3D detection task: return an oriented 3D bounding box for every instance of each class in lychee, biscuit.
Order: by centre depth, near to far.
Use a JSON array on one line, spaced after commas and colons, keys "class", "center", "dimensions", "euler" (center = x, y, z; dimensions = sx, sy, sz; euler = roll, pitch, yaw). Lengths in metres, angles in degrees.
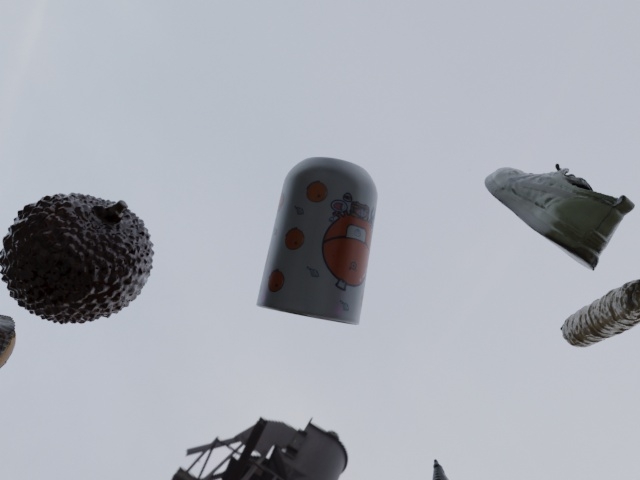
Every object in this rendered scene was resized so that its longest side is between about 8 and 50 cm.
[{"class": "biscuit", "center": [0.396, 0.108, 0.727], "dimensions": [0.061, 0.219, 0.055], "euler": [-30, -111, -11]}, {"class": "lychee", "center": [-0.481, 0.032, 1.048], "dimensions": [0.275, 0.276, 0.304], "euler": [42, -76, 7]}]

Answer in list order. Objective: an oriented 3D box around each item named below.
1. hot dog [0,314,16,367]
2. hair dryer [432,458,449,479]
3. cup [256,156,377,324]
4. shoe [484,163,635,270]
[{"class": "hot dog", "center": [-0.615, 0.240, 0.874], "dimensions": [0.268, 0.075, 0.144], "euler": [-48, -137, -5]}, {"class": "hair dryer", "center": [0.239, 0.521, 0.870], "dimensions": [0.107, 0.352, 0.189], "euler": [35, -60, -25]}, {"class": "cup", "center": [0.000, 0.000, 1.085], "dimensions": [0.212, 0.212, 0.317], "euler": [7, -100, 15]}, {"class": "shoe", "center": [0.326, -0.060, 0.739], "dimensions": [0.103, 0.275, 0.098], "euler": [33, -74, -22]}]
